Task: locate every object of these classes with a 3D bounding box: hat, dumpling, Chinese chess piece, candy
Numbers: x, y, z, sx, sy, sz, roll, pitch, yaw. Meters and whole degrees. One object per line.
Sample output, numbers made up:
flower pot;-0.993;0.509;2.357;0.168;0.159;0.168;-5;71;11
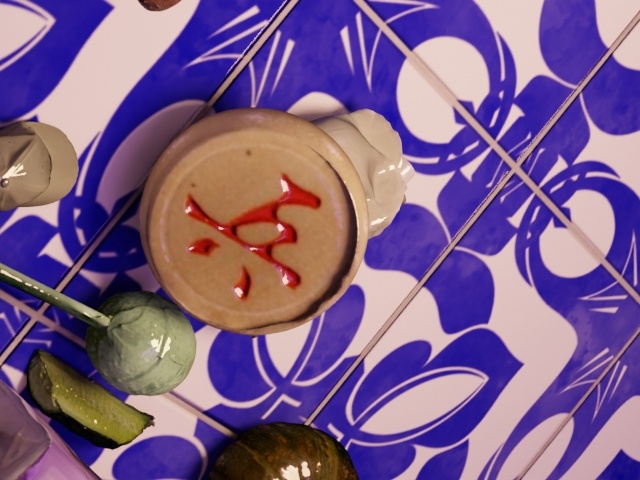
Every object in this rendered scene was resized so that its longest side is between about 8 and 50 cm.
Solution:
hat;-0.313;-0.058;1.751;0.166;0.081;0.122;9;115;-56
dumpling;0.000;-0.059;1.974;0.229;0.151;0.124;-23;176;-17
Chinese chess piece;-0.072;-0.021;1.878;0.250;0.103;0.249;0;107;0
candy;-0.296;0.053;1.833;0.440;0.119;0.119;33;95;-42

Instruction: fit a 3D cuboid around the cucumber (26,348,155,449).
cucumber;-0.263;0.202;1.990;0.046;0.070;0.220;-29;141;20

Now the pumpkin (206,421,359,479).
pumpkin;-0.052;0.336;2.205;0.224;0.157;0.223;-10;108;-31

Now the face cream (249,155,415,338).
face cream;0.000;0.000;2.067;0.283;0.073;0.073;-41;138;-11

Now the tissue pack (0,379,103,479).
tissue pack;-0.338;0.346;1.951;0.242;0.160;0.338;-42;139;-8

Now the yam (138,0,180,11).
yam;-0.183;-0.294;1.693;0.079;0.079;0.141;-48;140;-4
